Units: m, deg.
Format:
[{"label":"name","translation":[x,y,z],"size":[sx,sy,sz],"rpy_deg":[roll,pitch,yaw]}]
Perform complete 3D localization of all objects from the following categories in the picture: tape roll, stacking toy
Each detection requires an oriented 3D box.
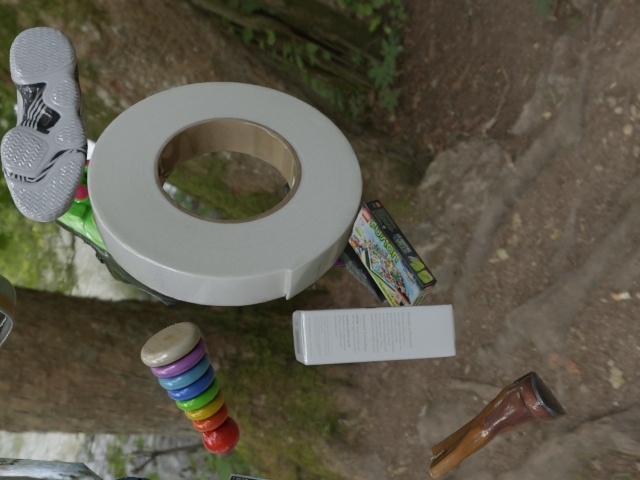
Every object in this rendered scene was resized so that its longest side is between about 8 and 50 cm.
[{"label":"tape roll","translation":[-0.134,-0.082,0.961],"size":[0.072,0.392,0.392],"rpy_deg":[101,162,-51]},{"label":"stacking toy","translation":[-0.277,0.357,1.523],"size":[0.141,0.330,0.141],"rpy_deg":[-21,20,8]}]

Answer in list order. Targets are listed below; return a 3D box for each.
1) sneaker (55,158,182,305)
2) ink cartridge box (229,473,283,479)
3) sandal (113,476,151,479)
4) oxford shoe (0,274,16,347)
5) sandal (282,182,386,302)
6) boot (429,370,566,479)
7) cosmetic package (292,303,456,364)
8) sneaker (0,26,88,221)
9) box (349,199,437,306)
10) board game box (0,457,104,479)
[{"label":"sneaker","translation":[-0.454,-0.015,1.427],"size":[0.483,0.185,0.202],"rpy_deg":[36,142,27]},{"label":"ink cartridge box","translation":[-0.116,0.680,1.650],"size":[0.206,0.208,0.045],"rpy_deg":[1,31,17]},{"label":"sandal","translation":[-0.374,0.650,1.598],"size":[0.138,0.317,0.126],"rpy_deg":[-37,35,49]},{"label":"oxford shoe","translation":[-0.718,0.260,1.215],"size":[0.449,0.169,0.130],"rpy_deg":[-56,36,-4]},{"label":"sandal","translation":[0.000,-0.001,1.510],"size":[0.107,0.167,0.446],"rpy_deg":[-38,42,-4]},{"label":"boot","translation":[0.319,0.360,1.274],"size":[0.280,0.264,0.096],"rpy_deg":[-36,85,5]},{"label":"cosmetic package","translation":[0.079,0.142,1.018],"size":[0.117,0.231,0.085],"rpy_deg":[145,121,-79]},{"label":"sneaker","translation":[-0.493,-0.185,1.218],"size":[0.210,0.137,0.365],"rpy_deg":[123,141,-67]},{"label":"box","translation":[0.131,0.035,1.258],"size":[0.207,0.036,0.114],"rpy_deg":[57,146,28]},{"label":"board game box","translation":[-0.468,0.356,0.949],"size":[0.193,0.305,0.053],"rpy_deg":[-6,71,56]}]
